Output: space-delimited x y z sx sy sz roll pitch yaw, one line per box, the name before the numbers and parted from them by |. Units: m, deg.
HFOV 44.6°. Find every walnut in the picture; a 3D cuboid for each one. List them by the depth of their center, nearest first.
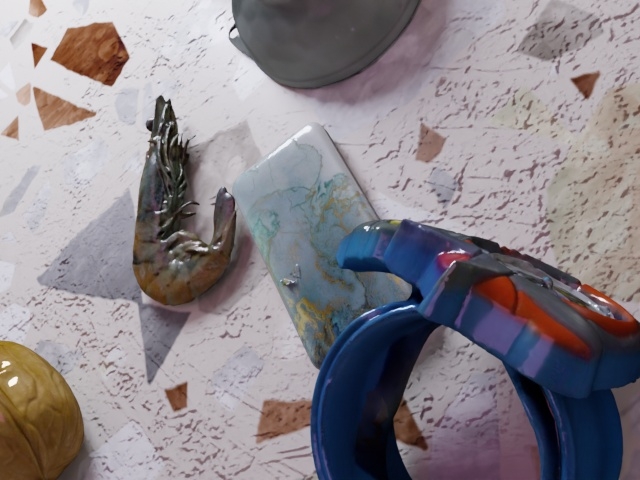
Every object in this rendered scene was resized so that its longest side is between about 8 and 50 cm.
walnut | -0.406 0.227 0.972 0.225 0.193 0.193 36 93 38

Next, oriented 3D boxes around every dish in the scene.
dish | -0.016 -0.341 0.977 0.302 0.120 0.303 -11 67 28

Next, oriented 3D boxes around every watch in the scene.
watch | 0.097 0.130 0.674 0.305 0.241 0.275 27 102 37

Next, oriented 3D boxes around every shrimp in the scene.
shrimp | -0.174 -0.063 1.014 0.169 0.058 0.296 -9 73 27

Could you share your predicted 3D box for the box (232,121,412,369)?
box | 0.000 0.000 0.886 0.142 0.044 0.285 -36 57 12
